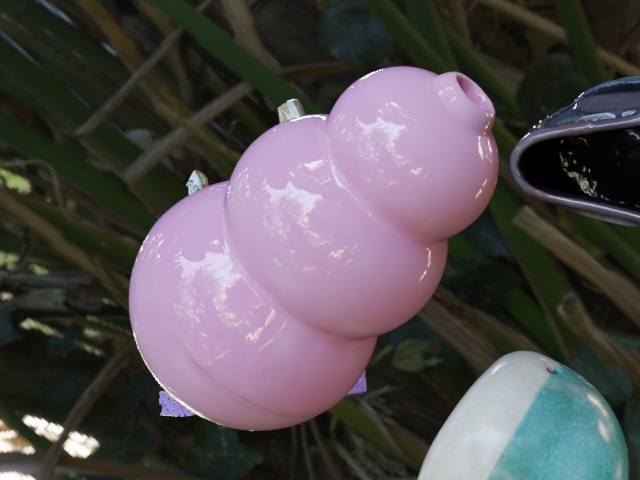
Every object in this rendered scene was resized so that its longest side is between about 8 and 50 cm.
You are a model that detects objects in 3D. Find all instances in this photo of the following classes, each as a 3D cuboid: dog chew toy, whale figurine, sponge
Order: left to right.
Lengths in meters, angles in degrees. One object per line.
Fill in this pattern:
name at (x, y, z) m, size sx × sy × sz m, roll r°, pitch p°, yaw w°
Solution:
sponge at (-0.066, 0.174, 1.034) m, size 0.210 × 0.031 × 0.117 m, roll -1°, pitch -10°, yaw -27°
dog chew toy at (0.000, 0.000, 0.694) m, size 0.332 × 0.206 × 0.206 m, roll -44°, pitch 4°, yaw 29°
whale figurine at (0.146, 0.225, 0.723) m, size 0.216 × 0.141 × 0.272 m, roll -17°, pitch -49°, yaw -64°

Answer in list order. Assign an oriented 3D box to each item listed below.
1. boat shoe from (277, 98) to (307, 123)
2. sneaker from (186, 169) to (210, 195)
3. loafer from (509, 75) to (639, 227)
boat shoe at (-0.027, -0.053, 0.970) m, size 0.072 × 0.190 × 0.068 m, roll -13°, pitch 7°, yaw 7°
sneaker at (-0.194, -0.077, 1.474) m, size 0.037 × 0.032 × 0.083 m, roll -51°, pitch 38°, yaw 18°
loafer at (0.226, -0.023, 0.410) m, size 0.095 × 0.109 × 0.302 m, roll -17°, pitch 20°, yaw -41°
